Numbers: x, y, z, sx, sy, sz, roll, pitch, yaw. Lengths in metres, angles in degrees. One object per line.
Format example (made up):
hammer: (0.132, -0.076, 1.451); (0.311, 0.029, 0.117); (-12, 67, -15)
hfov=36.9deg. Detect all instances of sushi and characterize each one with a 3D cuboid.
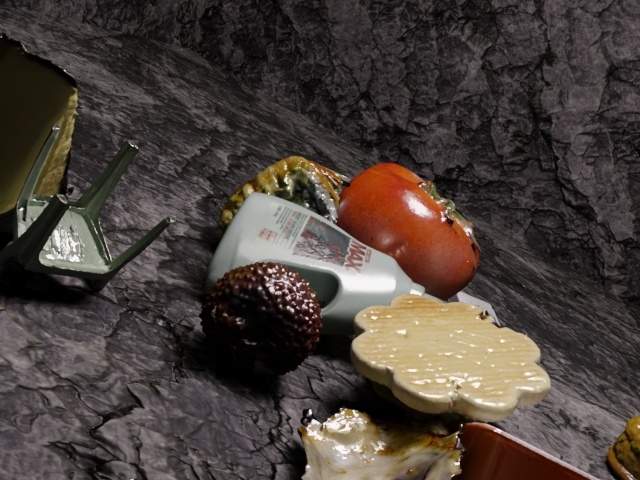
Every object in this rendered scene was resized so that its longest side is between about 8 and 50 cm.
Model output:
sushi: (-0.065, -0.059, 1.882); (0.184, 0.274, 0.139); (53, 4, -7)

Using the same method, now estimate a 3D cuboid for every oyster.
oyster: (0.088, 0.299, 1.176); (0.221, 0.096, 0.361); (-7, 14, -1)

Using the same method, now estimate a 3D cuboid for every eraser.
eraser: (0.346, 0.184, 2.129); (0.095, 0.052, 0.225); (22, 16, -6)

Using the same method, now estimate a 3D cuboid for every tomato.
tomato: (0.172, 0.008, 2.036); (0.341, 0.273, 0.341); (40, 13, -11)

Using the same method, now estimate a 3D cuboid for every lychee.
lychee: (-0.085, 0.114, 1.427); (0.188, 0.188, 0.188); (24, 15, -7)

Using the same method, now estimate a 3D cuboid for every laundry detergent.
laundry detergent: (0.017, 0.076, 1.675); (0.397, 0.125, 0.264); (22, 39, 3)

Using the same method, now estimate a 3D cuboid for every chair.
chair: (-0.378, -0.027, 1.387); (0.203, 0.274, 0.191); (13, 44, -46)

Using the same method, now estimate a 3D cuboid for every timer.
timer: (0.291, 0.346, 1.306); (0.257, 0.161, 0.250); (26, 5, 2)

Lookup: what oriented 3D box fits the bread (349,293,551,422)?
bread: (0.190, 0.173, 1.422); (0.315, 0.054, 0.316); (9, 26, -4)

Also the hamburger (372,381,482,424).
hamburger: (0.187, 0.215, 1.559); (0.237, 0.149, 0.237); (7, 28, -4)

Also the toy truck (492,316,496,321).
toy truck: (0.278, 0.232, 1.758); (0.135, 0.128, 0.259); (-9, 8, 2)

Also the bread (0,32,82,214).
bread: (-0.522, -0.218, 1.535); (0.345, 0.405, 0.242); (41, 28, 8)

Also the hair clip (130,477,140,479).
hair clip: (-0.124, 0.301, 0.993); (0.188, 0.033, 0.060); (27, 17, -8)

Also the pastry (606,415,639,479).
pastry: (0.618, 0.404, 1.737); (0.188, 0.103, 0.189); (24, 16, -7)
